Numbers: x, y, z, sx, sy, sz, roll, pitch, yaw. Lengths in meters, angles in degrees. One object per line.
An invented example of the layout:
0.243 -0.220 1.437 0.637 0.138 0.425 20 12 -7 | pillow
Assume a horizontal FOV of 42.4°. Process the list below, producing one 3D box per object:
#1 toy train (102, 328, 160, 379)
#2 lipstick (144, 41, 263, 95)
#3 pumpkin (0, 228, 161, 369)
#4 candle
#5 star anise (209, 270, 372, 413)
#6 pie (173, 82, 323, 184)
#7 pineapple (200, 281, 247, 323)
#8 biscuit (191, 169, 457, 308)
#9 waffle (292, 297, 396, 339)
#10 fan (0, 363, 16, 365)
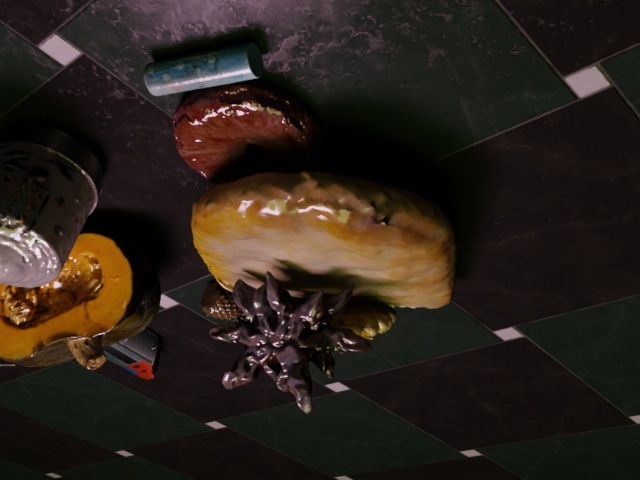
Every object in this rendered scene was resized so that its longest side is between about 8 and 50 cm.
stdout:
-0.476 0.179 1.759 0.089 0.086 0.409 -18 139 32 | toy train
-0.156 -0.226 1.097 0.158 0.048 0.048 -5 145 22 | lipstick
-0.423 0.130 1.518 0.325 0.242 0.232 -20 161 13 | pumpkin
-0.461 -0.020 1.241 0.188 0.330 0.187 8 140 7 | candle
-0.060 0.153 1.337 0.283 0.212 0.129 8 -176 25 | star anise
-0.109 -0.147 1.200 0.219 0.054 0.204 -8 145 24 | pie
-0.160 0.136 1.640 0.074 0.074 0.159 -22 142 38 | pineapple
0.000 -0.001 1.319 0.430 0.103 0.446 4 158 11 | biscuit
0.004 0.139 1.500 0.261 0.056 0.250 -2 -170 17 | waffle
-0.867 0.322 2.145 0.175 0.005 0.113 -2 146 16 | fan
